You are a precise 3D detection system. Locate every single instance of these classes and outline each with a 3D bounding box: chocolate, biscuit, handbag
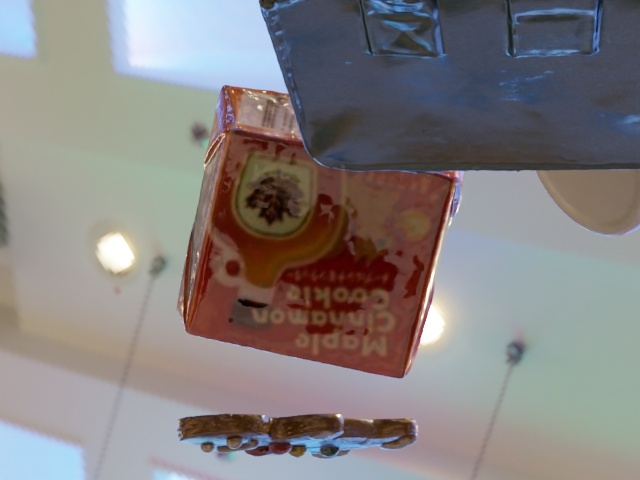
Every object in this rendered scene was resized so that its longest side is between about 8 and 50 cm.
[{"bbox_3d":[0.000,0.000,1.593,0.237,0.108,0.235,13,-70,-4],"label":"chocolate"},{"bbox_3d":[-0.029,0.153,1.365,0.138,0.205,0.031,-11,-105,39],"label":"biscuit"},{"bbox_3d":[0.136,-0.122,1.025,0.326,0.089,0.238,1,-20,7],"label":"handbag"}]

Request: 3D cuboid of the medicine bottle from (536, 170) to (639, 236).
[{"bbox_3d":[0.321,-0.120,1.477,0.165,0.273,0.165,42,-36,40],"label":"medicine bottle"}]
